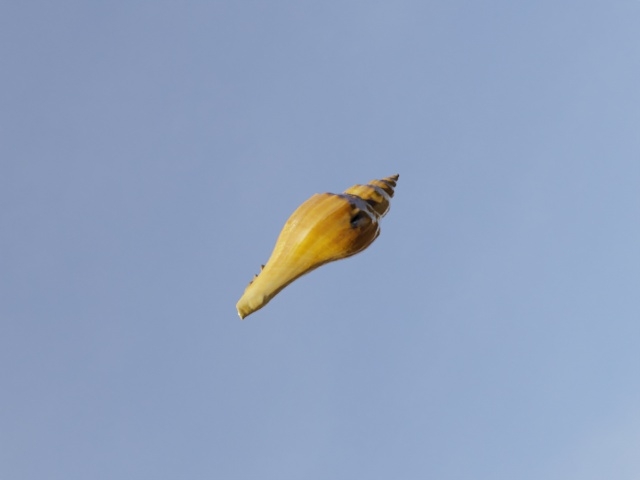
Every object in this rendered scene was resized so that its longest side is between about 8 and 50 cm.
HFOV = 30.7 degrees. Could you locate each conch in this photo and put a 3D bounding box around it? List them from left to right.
[{"bbox_3d":[0.003,0.000,1.695,0.330,0.093,0.109,-41,-73,-26],"label":"conch"}]
